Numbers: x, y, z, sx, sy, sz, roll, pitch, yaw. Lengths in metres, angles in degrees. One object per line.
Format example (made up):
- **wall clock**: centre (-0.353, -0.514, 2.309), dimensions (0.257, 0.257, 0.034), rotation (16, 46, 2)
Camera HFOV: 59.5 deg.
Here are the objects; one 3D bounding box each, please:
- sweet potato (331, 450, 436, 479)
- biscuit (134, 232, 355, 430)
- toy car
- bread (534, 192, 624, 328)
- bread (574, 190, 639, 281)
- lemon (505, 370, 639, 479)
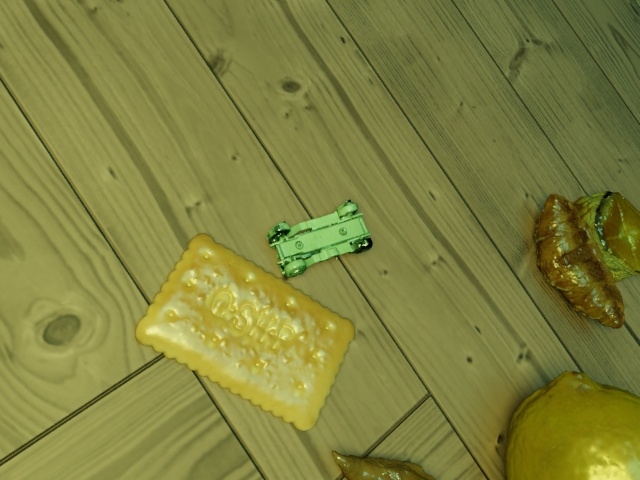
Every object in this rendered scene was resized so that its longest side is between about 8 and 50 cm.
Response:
- **sweet potato**: centre (0.094, 0.303, 0.689), dimensions (0.206, 0.060, 0.068), rotation (30, 78, -20)
- **biscuit**: centre (-0.083, 0.112, 0.694), dimensions (0.249, 0.030, 0.160), rotation (33, 64, -10)
- **toy car**: centre (0.000, 0.000, 0.754), dimensions (0.143, 0.054, 0.073), rotation (-19, 80, -23)
- **bread**: centre (0.404, 0.039, 0.899), dimensions (0.105, 0.076, 0.233), rotation (-20, 80, -30)
- **bread**: centre (0.495, -0.006, 0.957), dimensions (0.140, 0.069, 0.128), rotation (33, 64, -14)
- **lemon**: centre (0.355, 0.313, 0.705), dimensions (0.236, 0.236, 0.263), rotation (13, 56, -19)
